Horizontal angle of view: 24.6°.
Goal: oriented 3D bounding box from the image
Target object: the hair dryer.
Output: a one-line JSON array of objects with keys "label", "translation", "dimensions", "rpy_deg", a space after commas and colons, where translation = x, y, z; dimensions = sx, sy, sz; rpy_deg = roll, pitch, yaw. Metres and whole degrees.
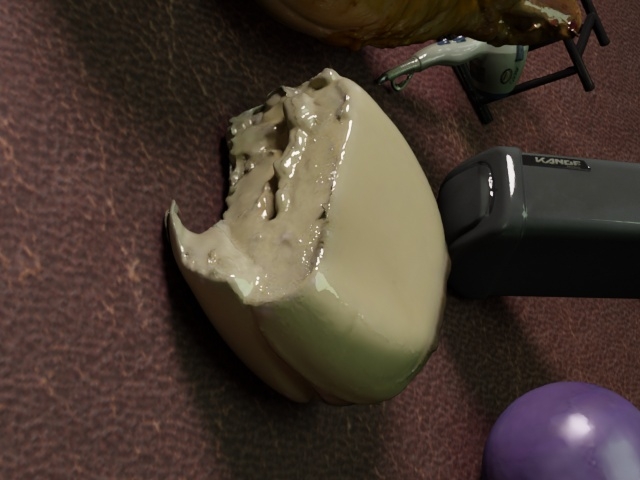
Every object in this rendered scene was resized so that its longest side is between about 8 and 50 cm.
[{"label": "hair dryer", "translation": [0.145, -0.230, 1.501], "dimensions": [0.199, 0.067, 0.167], "rpy_deg": [-1, 112, -41]}]

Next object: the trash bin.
[{"label": "trash bin", "translation": [0.230, -0.011, 1.446], "dimensions": [0.177, 0.236, 0.101], "rpy_deg": [106, -15, -60]}]

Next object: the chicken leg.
[{"label": "chicken leg", "translation": [0.081, -0.289, 1.364], "dimensions": [0.409, 0.182, 0.295], "rpy_deg": [11, 44, -37]}]

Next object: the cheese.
[{"label": "cheese", "translation": [0.000, 0.000, 1.163], "dimensions": [0.233, 0.127, 0.266], "rpy_deg": [48, 35, -30]}]

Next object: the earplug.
[{"label": "earplug", "translation": [0.277, 0.353, 1.361], "dimensions": [0.215, 0.215, 0.456], "rpy_deg": [0, 71, -59]}]

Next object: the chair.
[{"label": "chair", "translation": [0.203, -0.286, 1.624], "dimensions": [0.260, 0.154, 0.141], "rpy_deg": [60, 31, -23]}]
